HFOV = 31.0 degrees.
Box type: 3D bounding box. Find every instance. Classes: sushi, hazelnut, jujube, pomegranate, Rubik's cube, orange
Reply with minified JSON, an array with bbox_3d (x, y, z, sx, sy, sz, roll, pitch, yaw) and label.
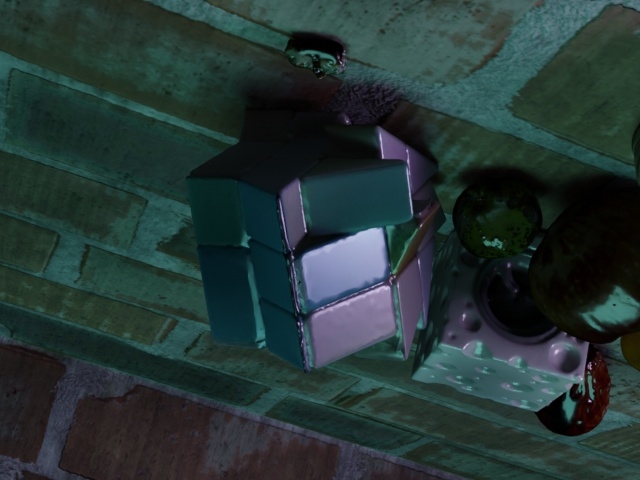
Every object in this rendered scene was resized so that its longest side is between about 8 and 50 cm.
[{"bbox_3d":[-0.007,-0.245,1.533,0.083,0.044,0.046,9,158,7],"label":"sushi"},{"bbox_3d":[0.427,0.042,1.714,0.218,0.234,0.218,37,-172,-6],"label":"hazelnut"},{"bbox_3d":[0.511,0.294,2.348,0.168,0.168,0.236,10,139,10],"label":"jujube"},{"bbox_3d":[0.276,-0.042,1.779,0.138,0.163,0.126,-19,103,29],"label":"pomegranate"},{"bbox_3d":[0.000,0.000,1.710,0.358,0.368,0.387,5,115,26],"label":"Rubik's cube"},{"bbox_3d":[0.612,0.176,2.051,0.156,0.124,0.156,-4,162,-1],"label":"orange"}]

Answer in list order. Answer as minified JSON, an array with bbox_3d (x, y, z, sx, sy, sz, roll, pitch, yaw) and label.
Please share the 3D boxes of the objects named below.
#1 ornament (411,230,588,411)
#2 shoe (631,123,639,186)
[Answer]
[{"bbox_3d":[0.309,0.126,1.954,0.239,0.239,0.240,15,157,-2],"label":"ornament"},{"bbox_3d":[0.467,-0.130,1.463,0.103,0.098,0.275,9,156,2],"label":"shoe"}]
